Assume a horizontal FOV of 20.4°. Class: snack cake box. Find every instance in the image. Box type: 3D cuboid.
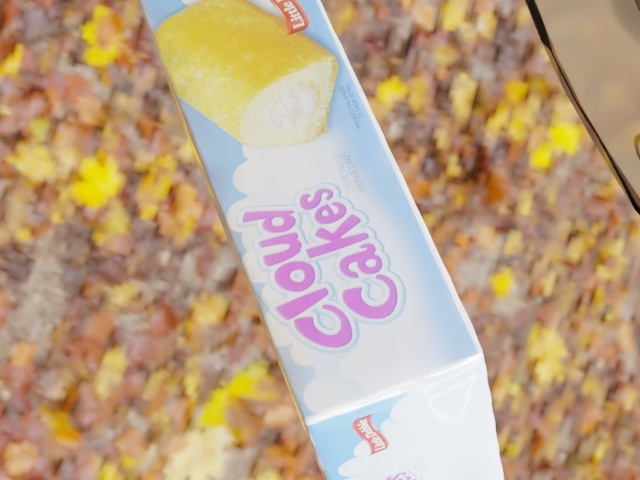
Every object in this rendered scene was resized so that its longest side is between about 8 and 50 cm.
[{"bbox_3d":[0.000,0.000,0.903,0.089,0.264,0.152,-21,148,-4],"label":"snack cake box"}]

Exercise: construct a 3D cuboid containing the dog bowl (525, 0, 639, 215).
[{"bbox_3d":[0.236,-0.126,0.391,0.150,0.408,0.408,-35,137,-80],"label":"dog bowl"}]
